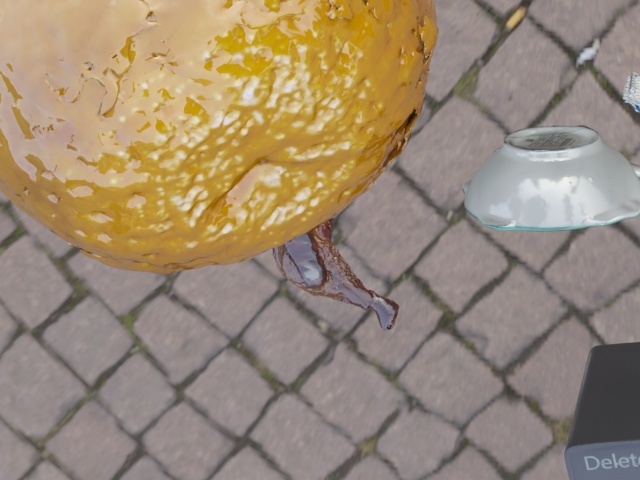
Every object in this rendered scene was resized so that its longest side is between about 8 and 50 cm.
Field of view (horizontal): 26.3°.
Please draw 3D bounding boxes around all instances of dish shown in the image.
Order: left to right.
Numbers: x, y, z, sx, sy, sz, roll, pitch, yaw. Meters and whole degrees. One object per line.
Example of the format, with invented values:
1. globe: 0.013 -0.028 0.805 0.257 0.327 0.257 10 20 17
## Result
1. dish: 0.266 -0.081 1.512 0.224 0.246 0.078 14 116 46

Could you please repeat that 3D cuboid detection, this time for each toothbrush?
1. toothbrush: 0.333 -0.226 1.378 0.026 0.288 0.024 28 138 -8

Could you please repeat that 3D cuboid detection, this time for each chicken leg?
1. chicken leg: -0.006 0.001 1.297 0.089 0.048 0.219 -23 102 19

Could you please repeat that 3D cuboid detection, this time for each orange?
1. orange: -0.096 -0.149 0.956 0.340 0.340 0.293 -40 55 17

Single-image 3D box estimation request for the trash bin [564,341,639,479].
1. trash bin: 0.410 0.229 1.747 0.165 0.225 0.115 -7 120 21
